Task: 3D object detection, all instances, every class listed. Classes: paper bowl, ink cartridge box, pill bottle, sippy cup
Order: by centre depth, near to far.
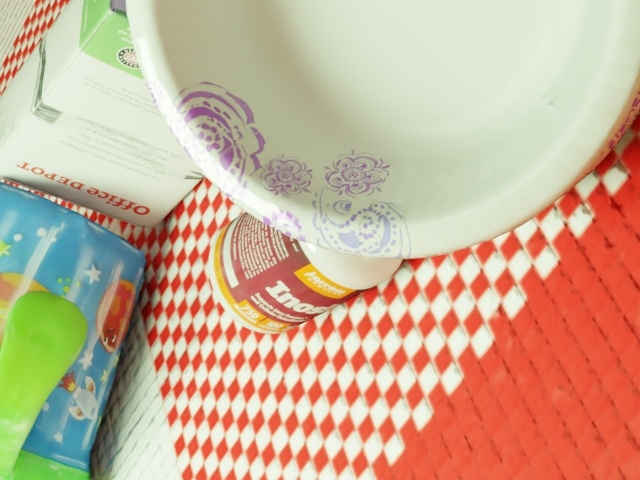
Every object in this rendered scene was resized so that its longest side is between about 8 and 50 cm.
[{"bbox_3d":[0.049,-0.140,0.735,0.284,0.284,0.148,-59,-11,20],"label":"paper bowl"},{"bbox_3d":[0.000,0.000,0.875,0.152,0.086,0.086,-31,49,48],"label":"pill bottle"},{"bbox_3d":[-0.150,-0.120,1.104,0.219,0.160,0.093,-40,40,41],"label":"ink cartridge box"},{"bbox_3d":[-0.264,0.078,1.145,0.305,0.240,0.224,17,77,35],"label":"sippy cup"}]
